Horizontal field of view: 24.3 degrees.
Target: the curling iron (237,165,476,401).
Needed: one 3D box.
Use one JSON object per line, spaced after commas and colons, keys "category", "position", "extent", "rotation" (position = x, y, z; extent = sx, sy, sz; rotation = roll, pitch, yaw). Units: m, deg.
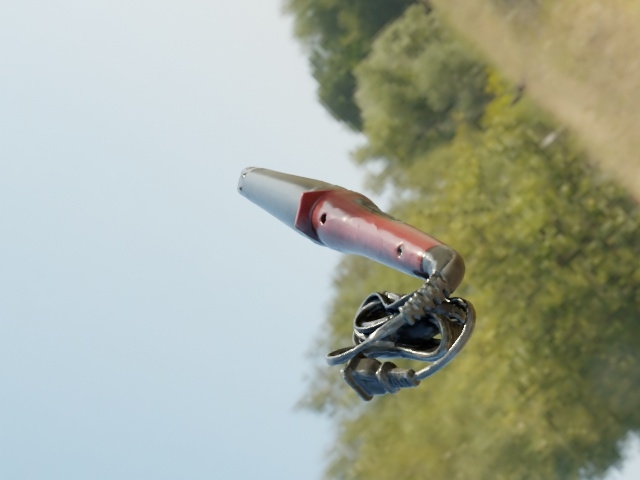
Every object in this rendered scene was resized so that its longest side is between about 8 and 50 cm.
{"category": "curling iron", "position": [0.000, 0.000, 0.679], "extent": [0.035, 0.068, 0.274], "rotation": [44, 180, -25]}
